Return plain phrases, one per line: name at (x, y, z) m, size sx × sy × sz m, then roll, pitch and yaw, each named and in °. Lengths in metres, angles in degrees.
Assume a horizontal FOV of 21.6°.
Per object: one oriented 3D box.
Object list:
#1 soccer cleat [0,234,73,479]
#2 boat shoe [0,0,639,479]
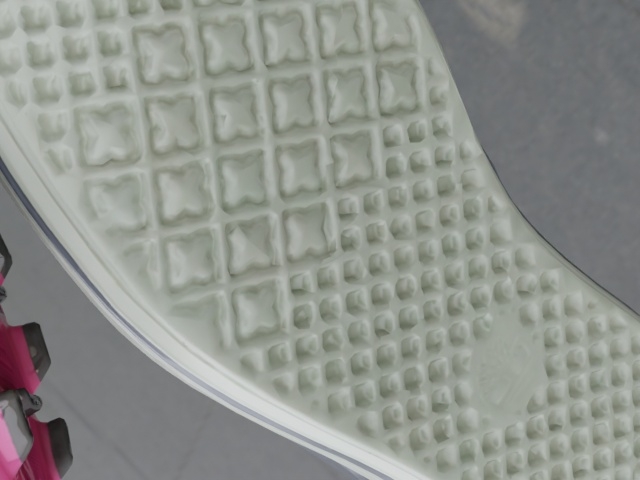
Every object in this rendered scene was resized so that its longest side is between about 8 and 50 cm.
soccer cleat at (-0.206, -0.017, 0.600) m, size 0.331 × 0.143 × 0.116 m, roll 64°, pitch 178°, yaw 9°
boat shoe at (0.000, 0.000, 0.739) m, size 0.500 × 0.187 × 0.156 m, roll 44°, pitch 165°, yaw -34°
